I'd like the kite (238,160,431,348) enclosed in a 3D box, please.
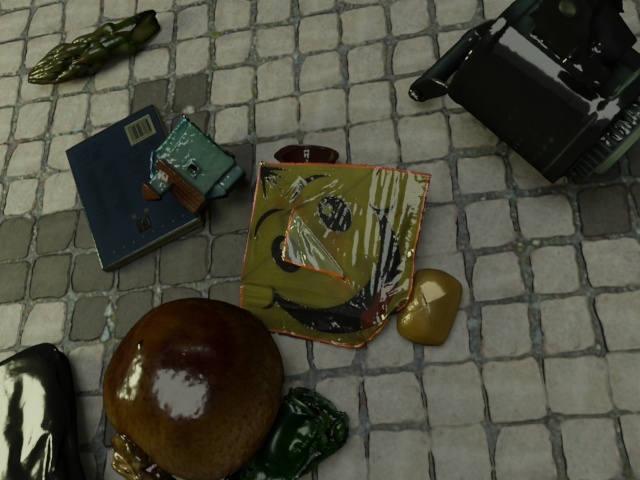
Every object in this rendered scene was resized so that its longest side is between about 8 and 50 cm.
[{"bbox_3d":[0.001,0.000,0.959,0.377,0.013,0.327,-42,73,12],"label":"kite"}]

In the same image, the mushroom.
[{"bbox_3d":[-0.184,0.210,0.875,0.263,0.195,0.283,17,75,18],"label":"mushroom"}]

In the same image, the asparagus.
[{"bbox_3d":[-0.445,-0.366,1.225,0.287,0.080,0.080,-21,66,6],"label":"asparagus"}]

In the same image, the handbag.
[{"bbox_3d":[-0.443,0.324,0.942,0.191,0.075,0.332,-27,57,0],"label":"handbag"}]

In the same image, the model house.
[{"bbox_3d":[-0.223,-0.108,1.042,0.148,0.119,0.149,44,83,-6],"label":"model house"}]

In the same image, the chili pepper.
[{"bbox_3d":[-0.059,0.297,0.887,0.216,0.062,0.108,-38,59,-3],"label":"chili pepper"}]

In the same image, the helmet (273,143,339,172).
[{"bbox_3d":[-0.020,-0.116,1.037,0.111,0.057,0.089,17,39,33],"label":"helmet"}]

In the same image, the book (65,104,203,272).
[{"bbox_3d":[-0.336,-0.098,1.123,0.190,0.025,0.269,-28,66,2],"label":"book"}]

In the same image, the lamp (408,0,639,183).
[{"bbox_3d":[0.328,-0.213,0.904,0.205,0.374,0.272,-43,98,-12],"label":"lamp"}]

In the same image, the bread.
[{"bbox_3d":[0.157,0.093,0.914,0.082,0.056,0.115,22,76,21],"label":"bread"}]
